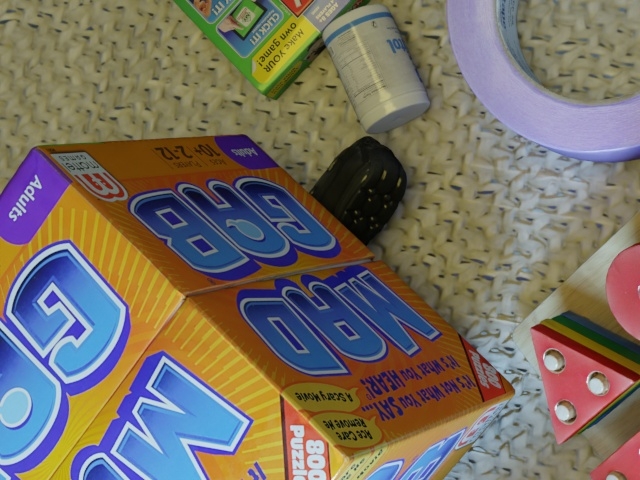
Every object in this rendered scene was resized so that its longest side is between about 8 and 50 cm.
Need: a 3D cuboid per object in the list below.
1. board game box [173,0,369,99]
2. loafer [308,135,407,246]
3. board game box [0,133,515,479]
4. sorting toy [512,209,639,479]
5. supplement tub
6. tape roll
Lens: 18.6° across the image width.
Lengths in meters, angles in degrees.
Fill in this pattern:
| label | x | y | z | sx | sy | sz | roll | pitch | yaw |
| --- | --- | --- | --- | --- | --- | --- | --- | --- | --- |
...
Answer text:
| label | x | y | z | sx | sy | sz | roll | pitch | yaw |
| --- | --- | --- | --- | --- | --- | --- | --- | --- | --- |
| board game box | -0.011 | -0.323 | 1.886 | 0.317 | 0.046 | 0.213 | -46 | 74 | 10 |
| loafer | 0.000 | 0.000 | 1.853 | 0.223 | 0.076 | 0.078 | -53 | 34 | 17 |
| board game box | -0.125 | 0.159 | 1.672 | 0.356 | 0.356 | 0.356 | 44 | 111 | 16 |
| sorting toy | 0.297 | 0.118 | 1.672 | 0.255 | 0.089 | 0.257 | 54 | 132 | 14 |
| supplement tub | 0.052 | -0.162 | 1.841 | 0.071 | 0.071 | 0.107 | -27 | 79 | 14 |
| tape roll | 0.257 | -0.211 | 1.769 | 0.275 | 0.090 | 0.274 | -1 | 87 | 17 |
